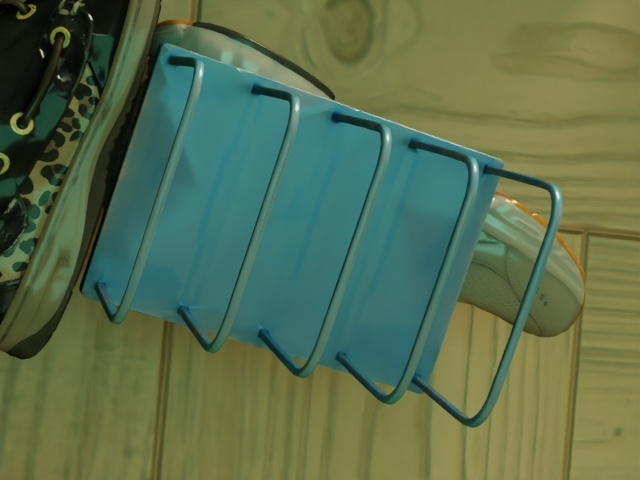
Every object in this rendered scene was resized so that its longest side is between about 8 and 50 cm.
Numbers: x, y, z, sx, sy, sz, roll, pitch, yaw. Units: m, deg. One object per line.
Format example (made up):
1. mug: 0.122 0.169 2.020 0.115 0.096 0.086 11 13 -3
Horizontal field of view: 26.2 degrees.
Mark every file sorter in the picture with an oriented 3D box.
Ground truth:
1. file sorter: 0.000 0.000 0.588 0.170 0.104 0.118 18 95 -16

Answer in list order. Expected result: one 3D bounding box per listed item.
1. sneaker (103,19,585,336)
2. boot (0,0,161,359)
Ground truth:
1. sneaker: 0.009 0.000 0.692 0.262 0.099 0.121 29 87 -15
2. boot: -0.174 -0.081 0.603 0.179 0.085 0.236 17 83 -21
